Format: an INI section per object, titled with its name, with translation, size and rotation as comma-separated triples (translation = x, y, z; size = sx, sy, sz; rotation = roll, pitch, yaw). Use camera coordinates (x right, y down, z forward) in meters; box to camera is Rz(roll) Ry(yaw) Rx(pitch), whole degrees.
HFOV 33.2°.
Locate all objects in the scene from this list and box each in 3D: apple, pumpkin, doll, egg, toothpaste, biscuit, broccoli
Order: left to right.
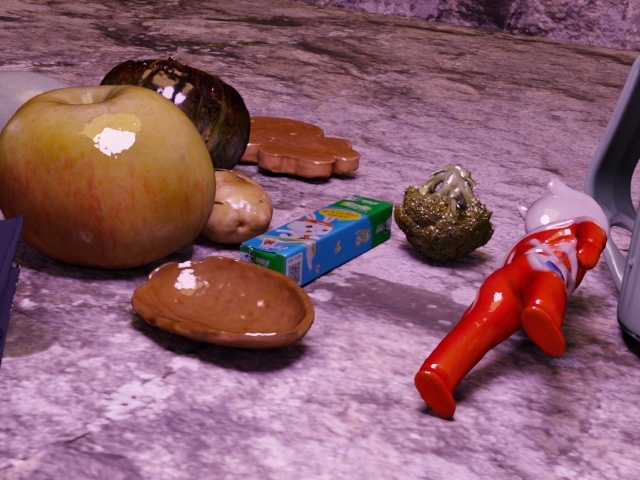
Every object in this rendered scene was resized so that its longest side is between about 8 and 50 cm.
[egg]
translation = -0.391, -0.140, 1.432
size = 0.237, 0.169, 0.169
rotation = 15, 21, 7
[apple]
translation = -0.254, -0.078, 1.259
size = 0.261, 0.193, 0.261
rotation = -2, 22, 1
[pumpkin]
translation = -0.211, -0.179, 1.546
size = 0.238, 0.159, 0.238
rotation = 18, 4, -1
[biscuit]
translation = -0.059, -0.149, 1.719
size = 0.202, 0.044, 0.289
rotation = -15, 29, -42
[toothpaste]
translation = 0.000, 0.000, 1.313
size = 0.065, 0.050, 0.267
rotation = 13, 21, 28
[broccoli]
translation = 0.156, -0.033, 1.341
size = 0.130, 0.120, 0.131
rotation = 3, -20, 45
[doll]
translation = 0.216, 0.040, 1.092
size = 0.188, 0.099, 0.384
rotation = -36, 6, 34

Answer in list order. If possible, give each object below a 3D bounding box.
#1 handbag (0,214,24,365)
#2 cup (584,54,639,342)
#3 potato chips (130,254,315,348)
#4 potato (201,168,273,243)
[handbag]
translation = -0.446, 0.049, 0.986
size = 0.326, 0.118, 0.269
rotation = 3, 27, -8
[cup]
translation = 0.450, -0.067, 1.134
size = 0.401, 0.392, 0.310
rotation = 10, 14, 30
[potato chips]
translation = -0.098, 0.071, 1.098
size = 0.202, 0.049, 0.150
rotation = 17, 27, 25
[potato]
translation = -0.119, -0.046, 1.374
size = 0.107, 0.080, 0.170
rotation = -12, 25, -11
